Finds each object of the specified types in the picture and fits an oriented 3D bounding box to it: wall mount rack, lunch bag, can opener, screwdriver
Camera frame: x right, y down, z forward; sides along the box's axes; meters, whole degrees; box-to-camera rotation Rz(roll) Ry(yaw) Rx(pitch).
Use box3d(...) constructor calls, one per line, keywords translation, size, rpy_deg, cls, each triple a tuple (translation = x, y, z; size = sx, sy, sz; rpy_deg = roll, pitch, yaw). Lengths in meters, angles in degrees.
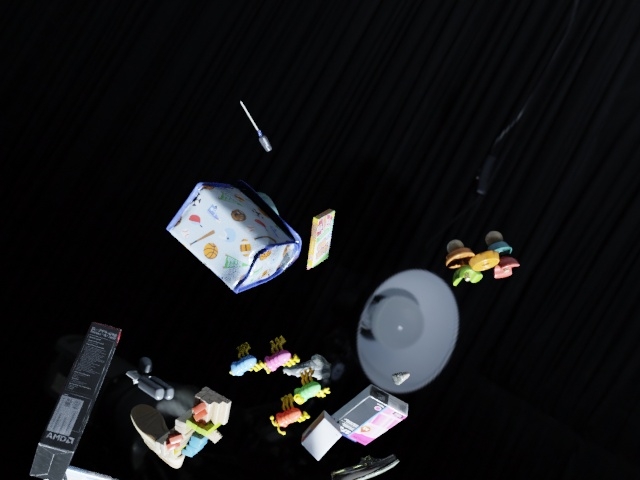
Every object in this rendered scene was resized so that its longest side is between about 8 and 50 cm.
box3d(translation=(-0.826, 0.866, 2.015), size=(0.350, 0.304, 0.130), rpy_deg=(29, -140, -29), cls="wall mount rack")
box3d(translation=(-0.253, -0.028, 1.931), size=(0.328, 0.239, 0.385), rpy_deg=(43, -166, 12), cls="lunch bag")
box3d(translation=(-0.594, 0.480, 2.007), size=(0.074, 0.093, 0.280), rpy_deg=(9, -177, -39), cls="can opener")
box3d(translation=(-0.190, -0.341, 1.724), size=(0.024, 0.025, 0.170), rpy_deg=(-75, -36, -57), cls="screwdriver")

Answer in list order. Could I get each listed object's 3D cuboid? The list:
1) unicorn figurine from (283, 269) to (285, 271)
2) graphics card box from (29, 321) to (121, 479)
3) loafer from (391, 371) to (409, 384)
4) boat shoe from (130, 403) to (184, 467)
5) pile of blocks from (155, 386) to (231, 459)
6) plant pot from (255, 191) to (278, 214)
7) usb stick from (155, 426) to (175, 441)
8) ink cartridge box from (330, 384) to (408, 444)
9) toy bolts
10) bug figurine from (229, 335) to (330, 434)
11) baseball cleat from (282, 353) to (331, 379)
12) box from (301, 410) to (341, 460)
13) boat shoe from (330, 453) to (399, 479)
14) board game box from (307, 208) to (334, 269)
box3d(translation=(-0.176, 0.073, 2.634), size=(0.111, 0.162, 0.060), rpy_deg=(41, 150, 6), cls="unicorn figurine")
box3d(translation=(-0.667, 0.438, 1.586), size=(0.094, 0.233, 0.371), rpy_deg=(21, -136, -16), cls="graphics card box")
box3d(translation=(0.307, 0.522, 2.206), size=(0.125, 0.039, 0.045), rpy_deg=(116, 134, -71), cls="loafer")
box3d(translation=(-0.728, 0.868, 2.559), size=(0.341, 0.110, 0.121), rpy_deg=(38, -141, 28), cls="boat shoe")
box3d(translation=(-0.423, 0.633, 1.878), size=(0.149, 0.362, 0.112), rpy_deg=(45, -152, 11), cls="pile of blocks")
box3d(translation=(-0.333, -0.037, 2.293), size=(0.235, 0.293, 0.293), rpy_deg=(-10, -154, -36), cls="plant pot")
box3d(translation=(-0.506, 0.727, 2.230), size=(0.077, 0.045, 0.278), rpy_deg=(41, -141, 22), cls="usb stick")
box3d(translation=(0.165, 0.708, 2.284), size=(0.175, 0.371, 0.069), rpy_deg=(31, -139, -12), cls="ink cartridge box")
box3d(translation=(0.558, 0.035, 1.980), size=(0.228, 0.158, 0.218), rpy_deg=(-6, 153, -14), cls="toy bolts")
box3d(translation=(-0.114, 0.385, 1.558), size=(0.279, 0.216, 0.072), rpy_deg=(50, -150, -4), cls="bug figurine")
box3d(translation=(-0.056, 0.532, 2.474), size=(0.206, 0.109, 0.072), rpy_deg=(7, -169, 2), cls="baseball cleat")
box3d(translation=(0.003, 0.732, 2.184), size=(0.091, 0.130, 0.170), rpy_deg=(44, 174, 5), cls="box")
box3d(translation=(0.141, 0.737, 1.870), size=(0.069, 0.227, 0.081), rpy_deg=(65, -176, 25), cls="boat shoe")
box3d(translation=(0.000, 0.000, 2.500), size=(0.039, 0.259, 0.124), rpy_deg=(26, -147, 25), cls="board game box")
